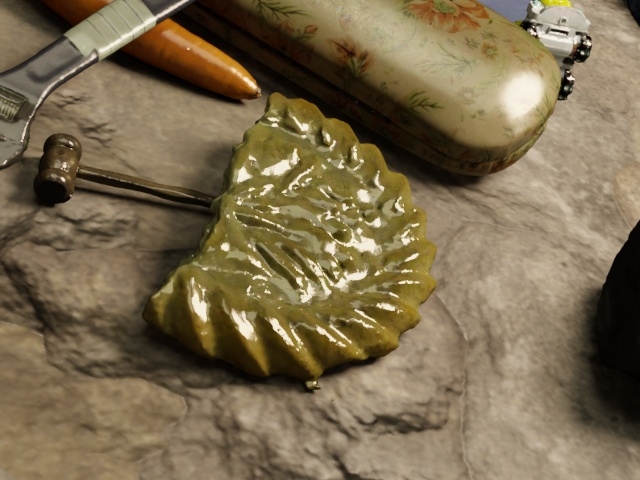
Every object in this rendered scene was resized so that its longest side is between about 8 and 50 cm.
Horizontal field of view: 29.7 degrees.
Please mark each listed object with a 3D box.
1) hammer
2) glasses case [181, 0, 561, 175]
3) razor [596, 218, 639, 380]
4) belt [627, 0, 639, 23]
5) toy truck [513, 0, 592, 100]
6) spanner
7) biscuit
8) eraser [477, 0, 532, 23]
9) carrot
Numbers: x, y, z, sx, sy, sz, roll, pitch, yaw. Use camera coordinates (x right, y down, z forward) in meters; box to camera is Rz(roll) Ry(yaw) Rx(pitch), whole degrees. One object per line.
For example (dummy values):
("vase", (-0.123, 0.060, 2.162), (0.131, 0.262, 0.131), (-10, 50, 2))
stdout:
("hammer", (-0.068, -0.024, 0.916), (0.292, 0.029, 0.058), (13, 41, -13))
("glasses case", (0.017, -0.206, 1.095), (0.425, 0.098, 0.156), (33, 56, 14))
("razor", (0.376, 0.091, 0.918), (0.327, 0.107, 0.189), (20, 39, -1))
("belt", (0.442, -0.275, 1.392), (0.141, 0.082, 0.190), (-2, 43, -19))
("toy truck", (0.213, -0.191, 1.168), (0.076, 0.111, 0.077), (10, 34, -16))
("spanner", (-0.186, -0.151, 0.963), (0.087, 0.024, 0.316), (40, 54, 10))
("biscuit", (0.000, 0.000, 0.885), (0.187, 0.036, 0.273), (25, 44, -5))
("eraser", (0.164, -0.218, 1.234), (0.225, 0.036, 0.082), (-17, 53, -38))
("carrot", (-0.173, -0.192, 1.040), (0.271, 0.066, 0.062), (36, 84, 13))
